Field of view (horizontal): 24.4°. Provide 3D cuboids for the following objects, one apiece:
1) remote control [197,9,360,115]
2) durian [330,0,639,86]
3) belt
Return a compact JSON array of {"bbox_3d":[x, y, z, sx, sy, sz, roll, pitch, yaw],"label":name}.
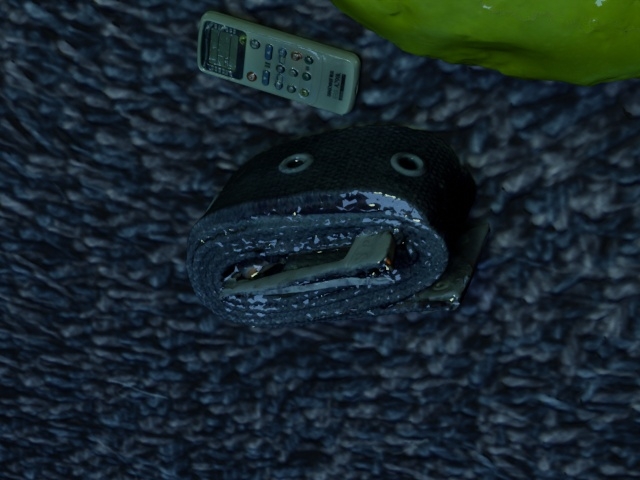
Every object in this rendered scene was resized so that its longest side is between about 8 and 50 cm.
[{"bbox_3d":[-0.031,-0.129,1.072,0.124,0.018,0.053,19,131,11],"label":"remote control"},{"bbox_3d":[0.099,-0.211,0.822,0.255,0.204,0.340,-25,114,25],"label":"durian"},{"bbox_3d":[0.000,0.000,1.084,0.218,0.128,0.122,-9,121,30],"label":"belt"}]
